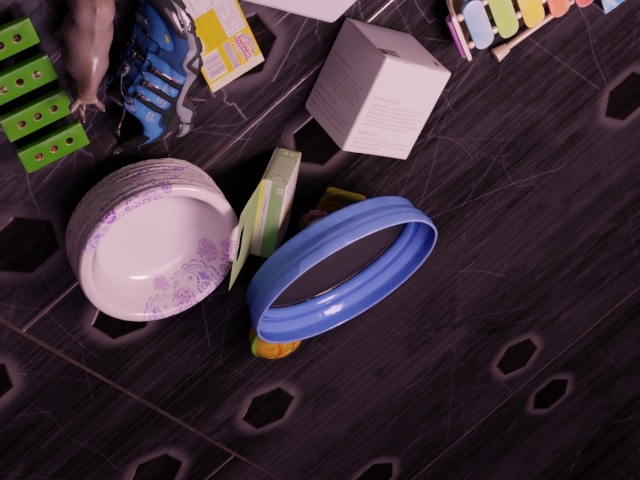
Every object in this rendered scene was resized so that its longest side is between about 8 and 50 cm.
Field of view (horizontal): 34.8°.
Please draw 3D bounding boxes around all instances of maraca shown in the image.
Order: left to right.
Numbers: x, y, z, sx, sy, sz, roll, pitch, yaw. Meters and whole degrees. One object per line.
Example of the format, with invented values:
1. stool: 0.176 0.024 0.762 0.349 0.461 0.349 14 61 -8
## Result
1. maraca: -0.078 0.186 2.109 0.185 0.099 0.127 -6 133 -57

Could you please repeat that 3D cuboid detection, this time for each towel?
1. towel: 0.000 0.000 2.049 0.102 0.021 0.237 12 119 -39

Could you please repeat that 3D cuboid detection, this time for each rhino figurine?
1. rhino figurine: -0.347 -0.279 1.505 0.073 0.106 0.243 -8 130 -28

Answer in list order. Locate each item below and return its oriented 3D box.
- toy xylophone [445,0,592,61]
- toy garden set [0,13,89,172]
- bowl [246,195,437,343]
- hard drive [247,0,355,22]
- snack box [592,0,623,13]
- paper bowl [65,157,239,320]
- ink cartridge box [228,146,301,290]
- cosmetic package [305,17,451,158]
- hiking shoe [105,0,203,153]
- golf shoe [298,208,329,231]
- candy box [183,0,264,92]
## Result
1. toy xylophone: 0.377 -0.442 1.851 0.322 0.081 0.236 -37 138 10
2. toy garden set: -0.486 -0.201 1.528 0.203 0.049 0.244 -29 138 -12
3. bowl: 0.036 0.054 1.923 0.391 0.077 0.391 -27 158 -12
4. hard drive: -0.066 -0.430 1.490 0.353 0.047 0.233 5 154 -35
5. snack box: 0.549 -0.592 1.866 0.187 0.060 0.322 -36 138 0
6. paper bowl: -0.293 -0.013 1.746 0.284 0.148 0.284 -18 135 -19
7. ink cartridge box: -0.096 -0.036 1.815 0.056 0.235 0.171 15 127 3
8. cosmetic package: 0.097 -0.263 1.785 0.151 0.151 0.184 5 124 -38
9. hiking shoe: -0.258 -0.252 1.545 0.132 0.113 0.304 -30 148 -28
10. golf shoe: 0.049 -0.016 1.991 0.186 0.086 0.068 -5 127 -36
11. candy box: -0.171 -0.340 1.628 0.105 0.027 0.206 -35 138 -9
